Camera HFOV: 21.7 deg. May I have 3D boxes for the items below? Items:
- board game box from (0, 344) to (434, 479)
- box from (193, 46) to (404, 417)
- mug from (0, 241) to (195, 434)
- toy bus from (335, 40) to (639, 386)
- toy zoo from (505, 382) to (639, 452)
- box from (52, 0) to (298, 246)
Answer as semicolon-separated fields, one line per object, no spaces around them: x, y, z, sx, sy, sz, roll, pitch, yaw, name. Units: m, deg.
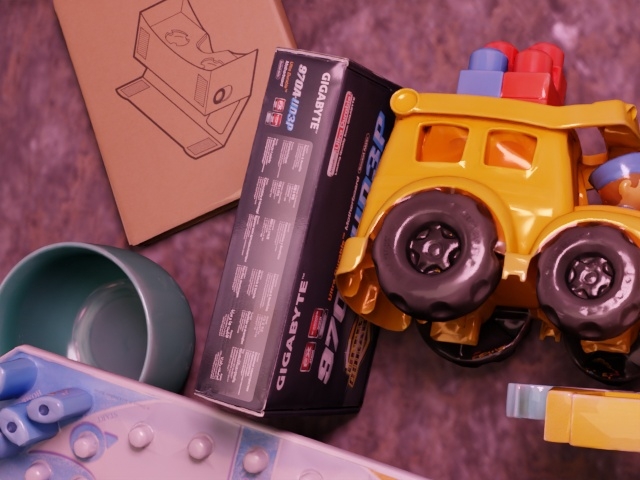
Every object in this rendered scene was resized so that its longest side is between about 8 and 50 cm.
-0.085;0.305;1.058;0.390;0.050;0.390;16;98;18;board game box
0.000;0.000;1.064;0.051;0.175;0.220;13;90;21;box
-0.152;0.082;1.157;0.129;0.097;0.157;-5;84;20;mug
0.141;-0.029;1.042;0.220;0.149;0.211;8;72;20;toy bus
0.248;0.107;0.949;0.293;0.192;0.030;3;87;21;toy zoo
-0.093;-0.117;1.193;0.164;0.021;0.201;-23;77;18;box
